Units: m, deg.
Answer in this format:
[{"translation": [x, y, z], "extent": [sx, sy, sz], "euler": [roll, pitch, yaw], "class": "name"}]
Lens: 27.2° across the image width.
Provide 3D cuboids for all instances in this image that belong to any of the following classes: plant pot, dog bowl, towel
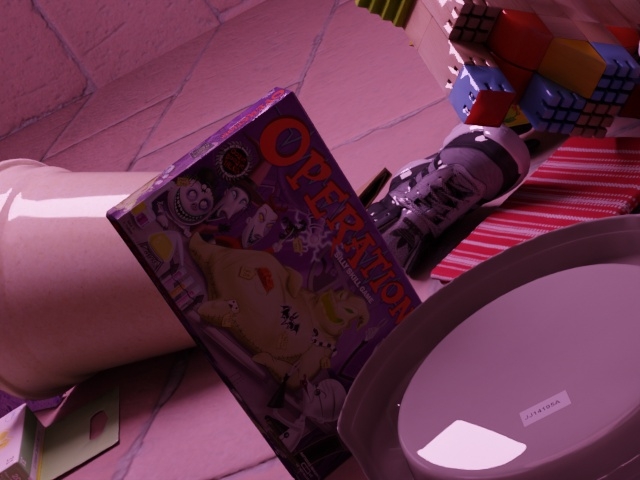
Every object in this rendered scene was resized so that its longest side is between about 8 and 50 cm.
[{"translation": [-0.265, 0.035, 1.749], "extent": [0.305, 0.334, 0.334], "euler": [-8, 31, 27], "class": "plant pot"}, {"translation": [0.186, 0.124, 1.037], "extent": [0.348, 0.102, 0.349], "euler": [-28, 24, 13], "class": "dog bowl"}, {"translation": [0.272, -0.030, 1.480], "extent": [0.275, 0.031, 0.199], "euler": [-42, 23, -21], "class": "towel"}]

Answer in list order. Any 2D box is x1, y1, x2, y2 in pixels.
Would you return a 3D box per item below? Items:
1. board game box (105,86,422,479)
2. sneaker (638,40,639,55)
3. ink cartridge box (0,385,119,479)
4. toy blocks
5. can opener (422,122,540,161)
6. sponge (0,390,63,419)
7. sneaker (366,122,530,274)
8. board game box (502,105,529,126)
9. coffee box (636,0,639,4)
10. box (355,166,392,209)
[{"translation": [-0.027, 0.051, 1.287], "extent": [0.208, 0.347, 0.056], "euler": [-40, 24, -16], "class": "board game box"}, {"translation": [0.457, -0.194, 1.448], "extent": [0.215, 0.084, 0.083], "euler": [18, 30, 19], "class": "sneaker"}, {"translation": [-0.373, 0.266, 1.711], "extent": [0.235, 0.056, 0.171], "euler": [-33, 21, 4], "class": "ink cartridge box"}, {"translation": [0.265, -0.226, 1.549], "extent": [0.191, 0.381, 0.261], "euler": [-67, 33, 35], "class": "toy blocks"}, {"translation": [0.193, -0.108, 1.717], "extent": [0.186, 0.059, 0.073], "euler": [-25, 22, 20], "class": "can opener"}, {"translation": [-0.471, 0.202, 1.891], "extent": [0.210, 0.117, 0.031], "euler": [-17, 25, 36], "class": "sponge"}, {"translation": [0.138, -0.042, 1.568], "extent": [0.153, 0.101, 0.268], "euler": [-51, 10, -27], "class": "sneaker"}, {"translation": [0.274, -0.187, 1.711], "extent": [0.181, 0.043, 0.092], "euler": [-11, 22, -4], "class": "board game box"}, {"translation": [0.540, -0.405, 1.792], "extent": [0.297, 0.119, 0.168], "euler": [-38, 23, -14], "class": "coffee box"}, {"translation": [0.000, 0.000, 1.707], "extent": [0.164, 0.021, 0.201], "euler": [-52, 6, -37], "class": "box"}]
